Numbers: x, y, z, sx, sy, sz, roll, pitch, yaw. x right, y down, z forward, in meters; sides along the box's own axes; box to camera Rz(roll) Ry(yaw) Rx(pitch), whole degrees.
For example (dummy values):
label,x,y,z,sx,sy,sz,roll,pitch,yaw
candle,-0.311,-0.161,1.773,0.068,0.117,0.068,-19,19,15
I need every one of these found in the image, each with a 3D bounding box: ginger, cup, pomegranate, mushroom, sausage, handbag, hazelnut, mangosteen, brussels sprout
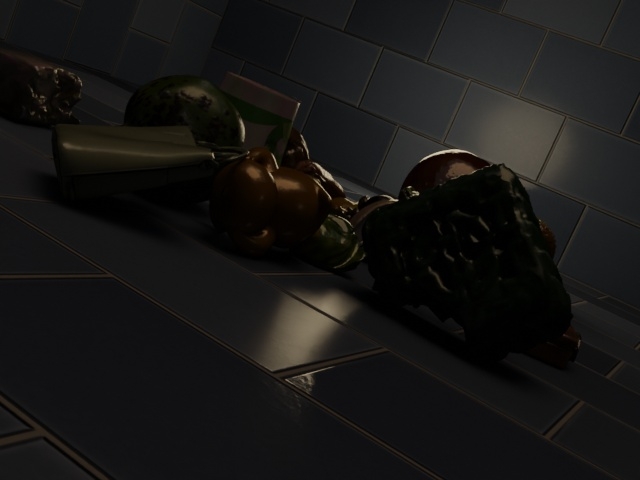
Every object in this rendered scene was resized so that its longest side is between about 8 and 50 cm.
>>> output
label,x,y,z,sx,sy,sz,roll,pitch,yaw
ginger,-0.159,-0.243,2.210,0.269,0.200,0.223,16,12,-36
cup,-0.186,-0.242,1.906,0.253,0.274,0.253,23,9,-4
pomegranate,-0.282,-0.196,1.550,0.270,0.254,0.254,-1,20,-27
mushroom,0.161,-0.024,1.864,0.236,0.162,0.173,22,11,-17
sausage,-0.003,-0.145,2.200,0.094,0.094,0.419,37,2,13
handbag,0.447,0.190,1.625,0.151,0.072,0.193,25,8,12
handbag,-0.273,-0.150,1.308,0.315,0.109,0.241,-11,23,-16
hazelnut,0.395,-0.080,2.299,0.366,0.366,0.366,23,9,-4
mangosteen,0.132,-0.050,2.006,0.151,0.137,0.137,18,7,18
brussels sprout,0.001,-0.003,1.580,0.181,0.100,0.139,41,27,3

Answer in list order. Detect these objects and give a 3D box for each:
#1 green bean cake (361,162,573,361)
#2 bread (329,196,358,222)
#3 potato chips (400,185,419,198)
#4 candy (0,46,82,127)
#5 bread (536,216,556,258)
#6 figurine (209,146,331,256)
label,x,y,z,sx,sy,sz,roll,pitch,yaw
green bean cake,0.245,0.054,1.385,0.169,0.300,0.308,33,37,-60
bread,0.108,-0.057,2.174,0.161,0.088,0.233,24,10,38
potato chips,0.328,0.011,1.905,0.358,0.070,0.429,46,0,-15
candy,-0.647,-0.337,1.762,0.195,0.137,0.185,24,9,19
bread,0.613,0.014,2.550,0.253,0.227,0.142,30,12,-2
figurine,-0.093,-0.066,1.430,0.228,0.215,0.215,4,17,-25
